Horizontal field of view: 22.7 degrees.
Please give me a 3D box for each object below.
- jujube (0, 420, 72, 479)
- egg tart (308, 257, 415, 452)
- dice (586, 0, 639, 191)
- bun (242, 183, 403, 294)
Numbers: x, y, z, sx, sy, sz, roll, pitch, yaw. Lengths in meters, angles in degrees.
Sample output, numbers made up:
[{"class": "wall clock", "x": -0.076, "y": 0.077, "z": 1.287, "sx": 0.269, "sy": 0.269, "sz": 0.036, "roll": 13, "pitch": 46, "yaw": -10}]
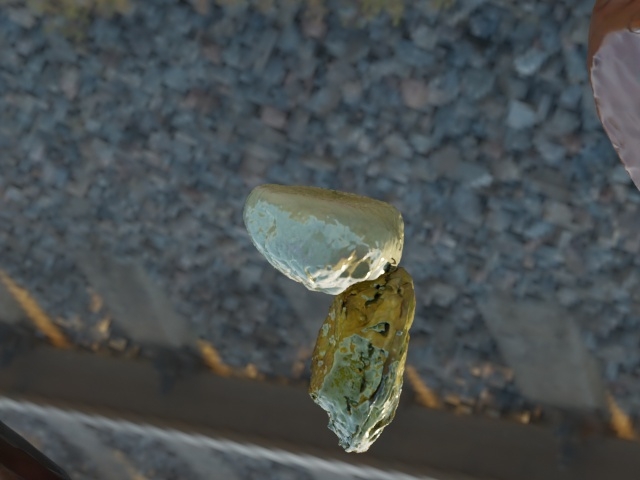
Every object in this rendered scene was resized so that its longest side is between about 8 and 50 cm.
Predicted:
[{"class": "jujube", "x": -0.124, "y": 0.143, "z": 0.484, "sx": 0.342, "sy": 0.216, "sz": 0.216, "roll": 23, "pitch": 157, "yaw": 2}, {"class": "egg tart", "x": 0.026, "y": 0.070, "z": 1.025, "sx": 0.052, "sy": 0.130, "sz": 0.130, "roll": 17, "pitch": 157, "yaw": -7}, {"class": "dice", "x": 0.246, "y": -0.089, "z": 0.766, "sx": 0.179, "sy": 0.174, "sz": 0.175, "roll": 52, "pitch": 158, "yaw": -24}, {"class": "bun", "x": 0.000, "y": 0.000, "z": 1.106, "sx": 0.115, "sy": 0.069, "sz": 0.115, "roll": 10, "pitch": -175, "yaw": -1}]
